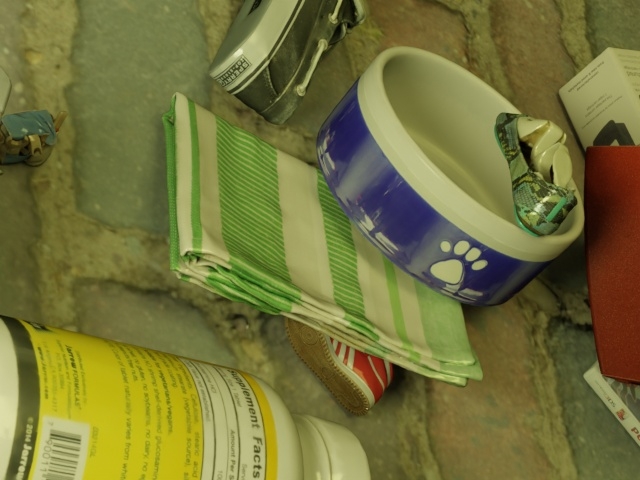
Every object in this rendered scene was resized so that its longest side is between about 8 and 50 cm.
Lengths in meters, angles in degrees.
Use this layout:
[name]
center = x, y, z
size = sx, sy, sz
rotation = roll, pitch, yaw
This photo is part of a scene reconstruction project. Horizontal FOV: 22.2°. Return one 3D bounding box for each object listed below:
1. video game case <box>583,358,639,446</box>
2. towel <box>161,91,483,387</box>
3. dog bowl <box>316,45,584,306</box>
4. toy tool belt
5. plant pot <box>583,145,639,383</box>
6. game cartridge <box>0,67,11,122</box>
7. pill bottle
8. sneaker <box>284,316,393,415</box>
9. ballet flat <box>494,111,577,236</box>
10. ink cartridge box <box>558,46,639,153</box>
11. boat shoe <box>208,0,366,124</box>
[video game case]
center = 0.388, 0.169, 1.765
size = 0.183, 0.023, 0.201
rotation = 51, 41, 3
[towel]
center = 0.000, 0.000, 1.515
size = 0.324, 0.038, 0.248
rotation = 24, 33, -26
[dog bowl]
center = 0.128, -0.065, 1.617
size = 0.265, 0.104, 0.265
rotation = 31, 30, -20
[toy tool belt]
center = -0.256, -0.090, 1.388
size = 0.083, 0.051, 0.052
rotation = -20, 73, -46
[plant pot]
center = 0.427, 0.050, 1.661
size = 0.267, 0.267, 0.236
rotation = 17, 83, -33
[game cartridge]
center = -0.303, 0.008, 1.162
size = 0.062, 0.198, 0.297
rotation = 30, 45, -20
[pill bottle]
center = -0.136, 0.172, 1.188
size = 0.333, 0.188, 0.188
rotation = 17, 50, -32
[sneaker]
center = 0.020, 0.097, 1.489
size = 0.118, 0.042, 0.067
rotation = 54, 43, -2
[ballet flat]
center = 0.212, -0.078, 1.559
size = 0.070, 0.070, 0.188
rotation = 26, 32, -24
[ink cartridge box]
center = 0.409, -0.099, 1.930
size = 0.172, 0.100, 0.237
rotation = 1, 60, -39
[boat shoe]
center = -0.008, -0.240, 1.673
size = 0.105, 0.113, 0.306
rotation = 41, 44, -18
